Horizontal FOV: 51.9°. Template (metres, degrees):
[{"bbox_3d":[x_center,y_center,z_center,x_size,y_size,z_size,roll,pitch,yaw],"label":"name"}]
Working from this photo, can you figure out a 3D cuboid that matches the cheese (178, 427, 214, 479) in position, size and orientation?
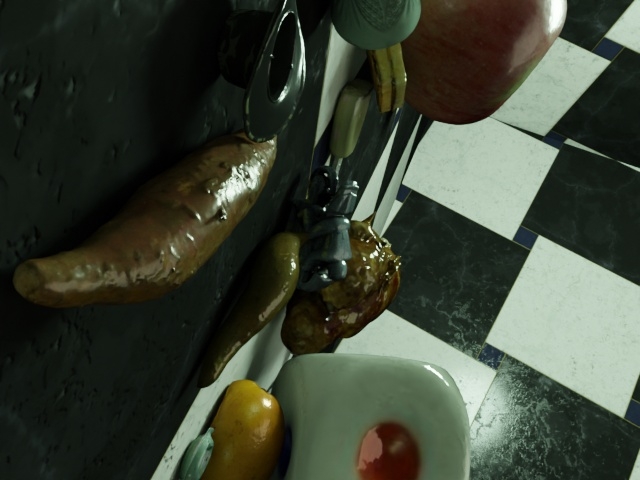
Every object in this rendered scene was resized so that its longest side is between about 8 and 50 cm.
[{"bbox_3d":[-0.167,0.298,0.844,0.067,0.026,0.120,84,28,-73],"label":"cheese"}]

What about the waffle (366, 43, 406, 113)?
[{"bbox_3d":[0.095,-0.253,0.962,0.148,0.043,0.102,45,34,-83],"label":"waffle"}]

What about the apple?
[{"bbox_3d":[0.238,-0.358,1.098,0.344,0.269,0.345,-53,179,-1],"label":"apple"}]

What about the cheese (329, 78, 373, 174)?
[{"bbox_3d":[0.034,-0.148,1.006,0.097,0.038,0.192,-55,163,-56],"label":"cheese"}]

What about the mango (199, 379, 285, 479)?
[{"bbox_3d":[-0.116,0.310,0.949,0.141,0.102,0.217,-29,138,-71],"label":"mango"}]

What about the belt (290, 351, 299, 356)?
[{"bbox_3d":[-0.024,0.182,1.418,0.071,0.053,0.232,-53,164,-36],"label":"belt"}]

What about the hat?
[{"bbox_3d":[-0.044,-0.132,0.470,0.121,0.051,0.121,16,90,-80],"label":"hat"}]

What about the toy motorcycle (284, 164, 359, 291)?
[{"bbox_3d":[0.000,0.000,0.887,0.061,0.124,0.193,2,119,-42],"label":"toy motorcycle"}]

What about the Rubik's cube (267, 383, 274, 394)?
[{"bbox_3d":[-0.041,0.445,1.355,0.221,0.225,0.231,-44,154,-72],"label":"Rubik's cube"}]

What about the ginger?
[{"bbox_3d":[0.064,0.053,1.235,0.254,0.176,0.418,-63,167,18],"label":"ginger"}]

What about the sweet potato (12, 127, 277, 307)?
[{"bbox_3d":[-0.077,-0.030,0.446,0.314,0.072,0.066,-54,141,-55],"label":"sweet potato"}]

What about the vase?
[{"bbox_3d":[0.049,-0.275,0.600,0.219,0.096,0.096,72,39,-73],"label":"vase"}]

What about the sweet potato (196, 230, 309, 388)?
[{"bbox_3d":[-0.071,0.065,0.773,0.069,0.059,0.249,-20,-146,48],"label":"sweet potato"}]

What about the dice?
[{"bbox_3d":[0.055,0.350,1.062,0.304,0.277,0.304,136,-39,-69],"label":"dice"}]
